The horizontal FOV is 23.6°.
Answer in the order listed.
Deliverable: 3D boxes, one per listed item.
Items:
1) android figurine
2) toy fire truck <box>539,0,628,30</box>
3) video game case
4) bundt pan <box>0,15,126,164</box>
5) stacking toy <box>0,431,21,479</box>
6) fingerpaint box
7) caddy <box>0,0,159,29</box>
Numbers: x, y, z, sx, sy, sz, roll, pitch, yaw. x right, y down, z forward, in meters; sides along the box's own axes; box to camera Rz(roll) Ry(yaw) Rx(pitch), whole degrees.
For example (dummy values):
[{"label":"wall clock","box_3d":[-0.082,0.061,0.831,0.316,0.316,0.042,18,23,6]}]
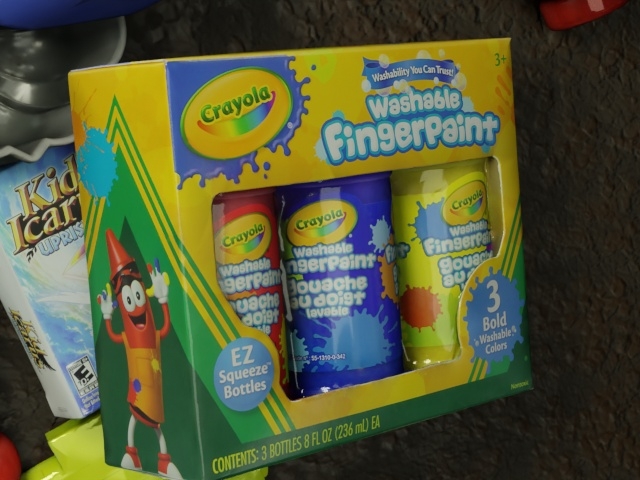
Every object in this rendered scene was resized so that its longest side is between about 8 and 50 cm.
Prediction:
[{"label":"android figurine","box_3d":[-0.168,0.230,1.574,0.273,0.056,0.248,-30,102,-12]},{"label":"toy fire truck","box_3d":[0.340,-0.340,1.607,0.302,0.254,0.169,-27,102,-16]},{"label":"video game case","box_3d":[-0.192,0.001,1.498,0.269,0.061,0.244,-33,107,-35]},{"label":"bundt pan","box_3d":[-0.346,-0.212,1.397,0.330,0.124,0.331,17,64,-40]},{"label":"stacking toy","box_3d":[-0.369,0.121,1.442,0.141,0.141,0.330,-25,122,-16]},{"label":"fingerpaint box","box_3d":[0.000,0.000,1.482,0.444,0.163,0.371,-9,97,-41]},{"label":"caddy","box_3d":[-0.198,-0.326,1.367,0.341,0.179,0.241,-20,89,-46]}]
